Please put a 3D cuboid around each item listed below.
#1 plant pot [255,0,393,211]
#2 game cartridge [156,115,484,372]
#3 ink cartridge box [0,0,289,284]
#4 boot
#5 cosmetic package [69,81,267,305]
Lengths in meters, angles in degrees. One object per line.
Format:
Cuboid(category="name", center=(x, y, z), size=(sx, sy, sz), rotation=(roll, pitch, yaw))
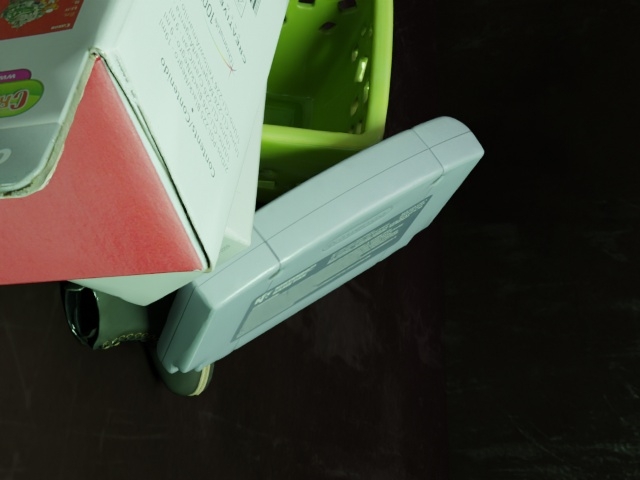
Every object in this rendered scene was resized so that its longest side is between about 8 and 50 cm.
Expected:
Cuboid(category="plant pot", center=(-0.063, -0.138, 1.120), size=(0.207, 0.228, 0.227), rotation=(109, -12, -61))
Cuboid(category="game cartridge", center=(0.000, 0.000, 1.004), size=(0.062, 0.297, 0.198), rotation=(51, -30, 16))
Cuboid(category="ink cartridge box", center=(-0.198, -0.063, 0.546), size=(0.130, 0.309, 0.272), rotation=(68, 24, -43))
Cuboid(category="boot", center=(-0.168, 0.083, 1.044), size=(0.137, 0.077, 0.198), rotation=(-47, 133, -48))
Cuboid(category="cosmetic package", center=(-0.149, -0.163, 0.875), size=(0.197, 0.155, 0.365), rotation=(24, 56, -31))
